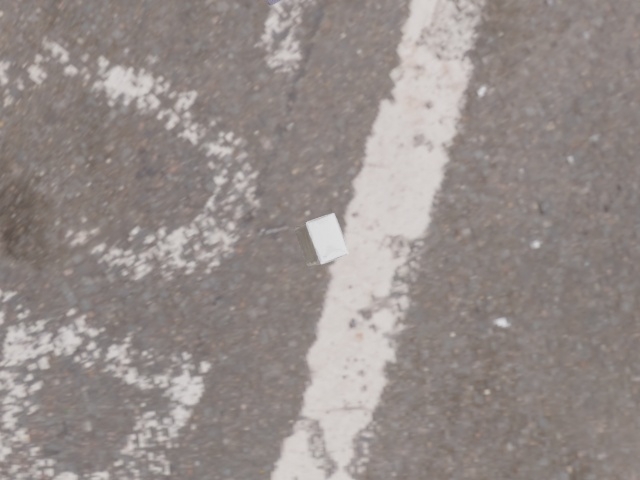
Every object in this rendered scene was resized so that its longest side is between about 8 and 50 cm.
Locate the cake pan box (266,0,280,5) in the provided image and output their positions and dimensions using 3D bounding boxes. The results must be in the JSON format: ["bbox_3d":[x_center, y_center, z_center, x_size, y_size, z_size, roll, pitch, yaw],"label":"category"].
[{"bbox_3d":[0.051,-0.412,1.521,0.246,0.267,0.070,-41,105,-24],"label":"cake pan box"}]

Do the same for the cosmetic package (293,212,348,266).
[{"bbox_3d":[0.000,0.000,1.582,0.041,0.115,0.060,-20,92,-10],"label":"cosmetic package"}]
